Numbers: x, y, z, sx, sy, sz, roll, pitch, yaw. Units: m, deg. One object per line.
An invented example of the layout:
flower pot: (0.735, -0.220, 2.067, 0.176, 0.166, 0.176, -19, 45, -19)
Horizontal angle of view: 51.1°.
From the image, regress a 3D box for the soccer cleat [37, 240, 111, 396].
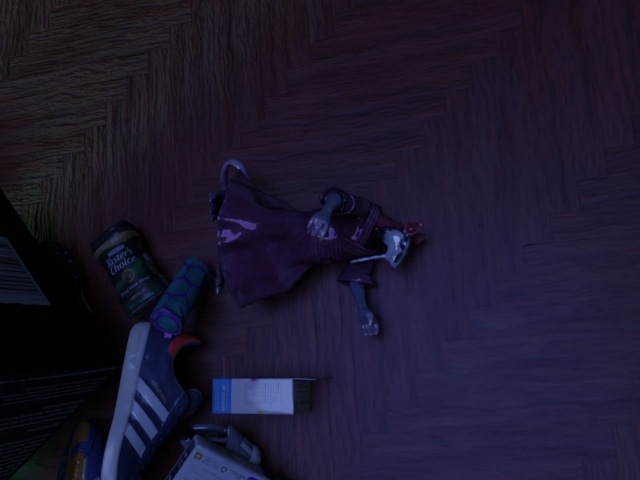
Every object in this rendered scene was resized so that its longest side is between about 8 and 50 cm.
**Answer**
soccer cleat: (-0.501, 0.161, 1.301, 0.116, 0.109, 0.318, -33, 76, 34)

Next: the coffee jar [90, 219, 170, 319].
coffee jar: (-0.363, 0.054, 1.283, 0.096, 0.079, 0.184, -37, 71, 6)

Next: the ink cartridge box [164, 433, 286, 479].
ink cartridge box: (-0.174, 0.455, 1.108, 0.206, 0.045, 0.208, 34, 92, -17)

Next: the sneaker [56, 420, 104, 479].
sneaker: (-0.400, 0.475, 1.206, 0.112, 0.131, 0.296, -43, 45, 41)

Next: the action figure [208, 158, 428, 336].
action figure: (0.000, 0.000, 1.174, 0.371, 0.247, 0.275, -5, 34, 2)

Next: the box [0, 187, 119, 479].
box: (-0.697, 0.196, 1.150, 0.472, 0.297, 0.480, -44, 71, 10)

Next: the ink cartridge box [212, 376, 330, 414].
ink cartridge box: (-0.081, 0.266, 1.147, 0.182, 0.104, 0.061, -4, 78, 15)

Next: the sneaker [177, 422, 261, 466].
sneaker: (-0.227, 0.387, 1.148, 0.229, 0.086, 0.132, -34, 110, -2)

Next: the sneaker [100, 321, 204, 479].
sneaker: (-0.284, 0.319, 1.171, 0.148, 0.131, 0.349, 9, 73, -7)

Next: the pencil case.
pencil case: (-0.250, 0.101, 1.214, 0.065, 0.070, 0.151, 17, 42, 5)
